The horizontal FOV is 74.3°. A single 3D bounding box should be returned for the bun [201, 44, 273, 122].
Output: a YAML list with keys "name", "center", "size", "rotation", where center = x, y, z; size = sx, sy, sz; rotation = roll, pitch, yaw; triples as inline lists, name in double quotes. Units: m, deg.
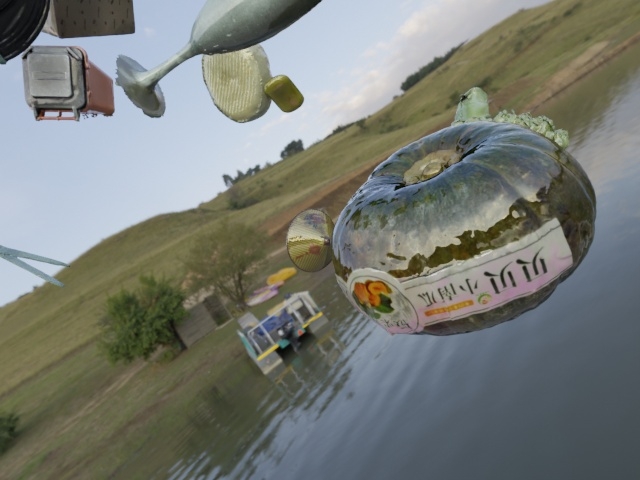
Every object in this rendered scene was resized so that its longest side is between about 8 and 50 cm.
- name: "bun"
  center: [-0.255, -0.538, 1.383]
  size: [0.287, 0.287, 0.146]
  rotation: [-34, 8, 48]

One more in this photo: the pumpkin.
- name: "pumpkin"
  center: [0.145, -0.006, 0.453]
  size: [0.260, 0.189, 0.260]
  rotation: [-27, 24, 13]

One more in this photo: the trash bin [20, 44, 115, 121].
- name: "trash bin"
  center: [-0.664, -0.401, 1.145]
  size: [0.161, 0.185, 0.239]
  rotation: [0, 6, -2]

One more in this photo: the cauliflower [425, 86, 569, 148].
- name: "cauliflower"
  center: [0.308, -0.130, 0.798]
  size: [0.281, 0.326, 0.260]
  rotation: [-71, -4, -62]

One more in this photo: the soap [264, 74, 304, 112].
- name: "soap"
  center: [-0.112, -0.457, 1.314]
  size: [0.089, 0.045, 0.140]
  rotation: [-29, -37, 17]

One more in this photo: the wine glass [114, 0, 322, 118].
- name: "wine glass"
  center: [-0.088, -0.181, 0.368]
  size: [0.198, 0.066, 0.066]
  rotation: [-22, 5, 22]

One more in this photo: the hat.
- name: "hat"
  center: [0.000, 0.000, 1.233]
  size: [0.193, 0.193, 0.082]
  rotation: [-35, 22, -34]

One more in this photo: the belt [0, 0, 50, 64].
- name: "belt"
  center: [-0.451, -0.322, 0.547]
  size: [0.198, 0.078, 0.151]
  rotation: [-64, -22, -13]

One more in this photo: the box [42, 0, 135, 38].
- name: "box"
  center: [-0.703, -0.714, 1.185]
  size: [0.297, 0.190, 0.225]
  rotation: [-56, -19, -56]

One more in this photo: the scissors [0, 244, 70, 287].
- name: "scissors"
  center: [-0.602, 0.019, 0.789]
  size: [0.017, 0.247, 0.144]
  rotation: [-51, 33, 12]
